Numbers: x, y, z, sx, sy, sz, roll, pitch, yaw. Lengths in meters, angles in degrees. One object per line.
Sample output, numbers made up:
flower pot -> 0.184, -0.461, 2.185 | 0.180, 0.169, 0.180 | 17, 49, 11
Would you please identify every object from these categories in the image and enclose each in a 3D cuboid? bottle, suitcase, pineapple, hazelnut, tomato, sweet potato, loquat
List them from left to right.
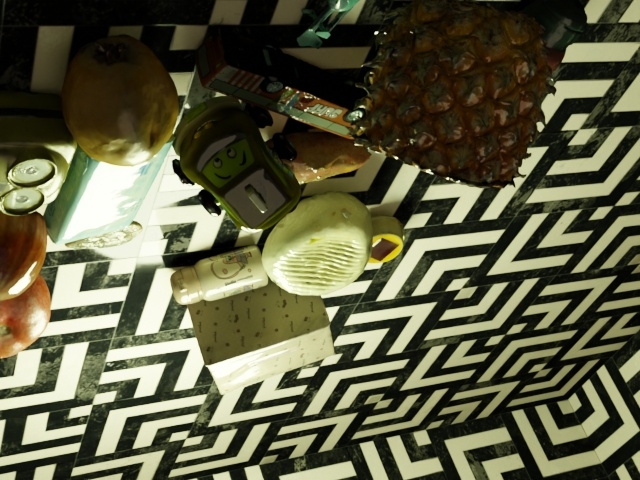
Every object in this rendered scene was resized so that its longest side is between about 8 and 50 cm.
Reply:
hazelnut -> -0.589, 0.011, 1.838 | 0.214, 0.214, 0.176 | -1, 160, -33
tomato -> -0.629, 0.118, 1.997 | 0.208, 0.184, 0.208 | -15, 134, -16
suitcase -> -0.523, -0.139, 1.699 | 0.235, 0.143, 0.194 | -3, 144, -32
loquat -> -0.323, -0.226, 1.665 | 0.176, 0.187, 0.234 | 0, 137, 14
bottle -> -0.230, 0.082, 2.307 | 0.209, 0.097, 0.110 | -16, 169, -10
sweet potato -> -0.081, -0.164, 2.009 | 0.385, 0.109, 0.109 | -2, 144, -24
pineapple -> 0.231, -0.266, 1.799 | 0.352, 0.352, 0.300 | 2, 106, -36
bottle -> 0.367, -0.337, 1.985 | 0.144, 0.144, 0.336 | 5, 140, -39

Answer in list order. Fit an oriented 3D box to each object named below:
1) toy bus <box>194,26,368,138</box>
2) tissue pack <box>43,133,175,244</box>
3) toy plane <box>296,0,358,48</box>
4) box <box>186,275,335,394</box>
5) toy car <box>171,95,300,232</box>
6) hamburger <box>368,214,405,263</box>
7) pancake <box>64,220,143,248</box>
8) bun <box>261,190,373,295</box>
toy bus -> -0.044, -0.275, 1.859 | 0.092, 0.093, 0.409 | -34, 148, 34
tissue pack -> -0.387, -0.111, 1.865 | 0.177, 0.089, 0.263 | -17, 157, -39
toy plane -> 0.036, -0.411, 1.733 | 0.235, 0.060, 0.096 | -44, 158, 25
box -> -0.141, 0.188, 2.403 | 0.297, 0.225, 0.190 | -18, 150, -6
toy car -> -0.137, -0.117, 1.833 | 0.204, 0.198, 0.248 | -37, 123, 3
hamburger -> 0.138, -0.006, 2.426 | 0.141, 0.081, 0.126 | 8, 137, -24
pancake -> -0.429, -0.010, 2.050 | 0.158, 0.028, 0.158 | -14, 170, -3
bun -> 0.000, 0.000, 2.271 | 0.259, 0.160, 0.259 | -10, 133, -12
